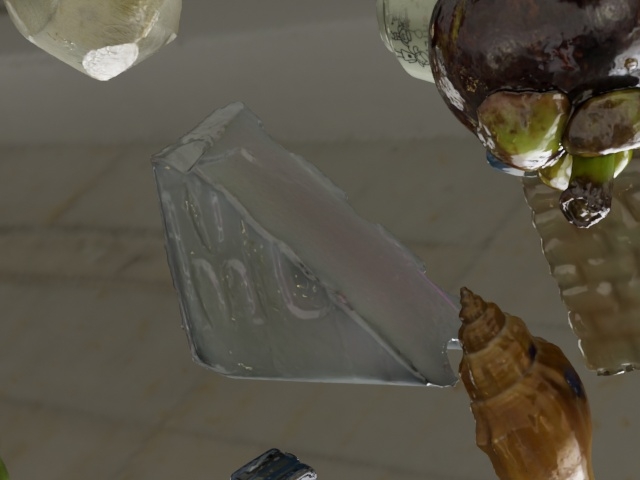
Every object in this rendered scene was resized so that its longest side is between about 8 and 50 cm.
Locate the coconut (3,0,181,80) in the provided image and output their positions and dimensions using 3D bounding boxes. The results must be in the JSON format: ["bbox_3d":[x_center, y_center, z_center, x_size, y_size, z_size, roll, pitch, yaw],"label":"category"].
[{"bbox_3d":[-0.207,-0.237,1.524,0.161,0.162,0.161,-35,-142,33],"label":"coconut"}]

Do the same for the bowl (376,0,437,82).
[{"bbox_3d":[0.162,-0.325,2.267,0.126,0.237,0.237,3,-139,28],"label":"bowl"}]

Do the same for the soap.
[{"bbox_3d":[0.000,0.000,1.554,0.302,0.257,0.159,-1,-164,32],"label":"soap"}]

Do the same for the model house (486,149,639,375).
[{"bbox_3d":[0.408,-0.161,1.468,0.395,0.400,0.445,-19,-170,40],"label":"model house"}]

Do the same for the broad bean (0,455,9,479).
[{"bbox_3d":[-0.333,0.164,1.531,0.053,0.256,0.052,-6,-168,-3],"label":"broad bean"}]

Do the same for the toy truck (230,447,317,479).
[{"bbox_3d":[-0.021,0.289,1.513,0.074,0.201,0.088,-31,-148,-22],"label":"toy truck"}]

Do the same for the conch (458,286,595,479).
[{"bbox_3d":[0.205,0.174,1.403,0.093,0.330,0.109,-28,-165,27],"label":"conch"}]

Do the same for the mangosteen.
[{"bbox_3d":[0.175,-0.113,1.118,0.192,0.217,0.192,-8,168,-2],"label":"mangosteen"}]
